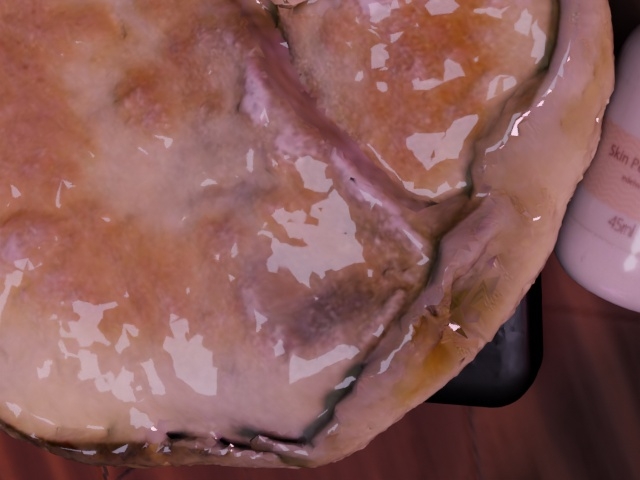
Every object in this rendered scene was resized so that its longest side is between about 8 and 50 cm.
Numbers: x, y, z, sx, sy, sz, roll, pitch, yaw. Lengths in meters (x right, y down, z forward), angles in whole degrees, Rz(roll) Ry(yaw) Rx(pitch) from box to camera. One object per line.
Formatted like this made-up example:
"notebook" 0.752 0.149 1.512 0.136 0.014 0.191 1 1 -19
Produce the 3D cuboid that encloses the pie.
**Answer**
"pie" -0.054 -0.066 0.667 0.337 0.075 0.338 -1 88 21

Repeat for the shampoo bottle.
"shampoo bottle" 0.151 -0.066 0.632 0.074 0.074 0.192 25 113 11

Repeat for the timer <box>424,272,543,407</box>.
"timer" 0.000 0.000 0.718 0.187 0.055 0.144 2 107 19
